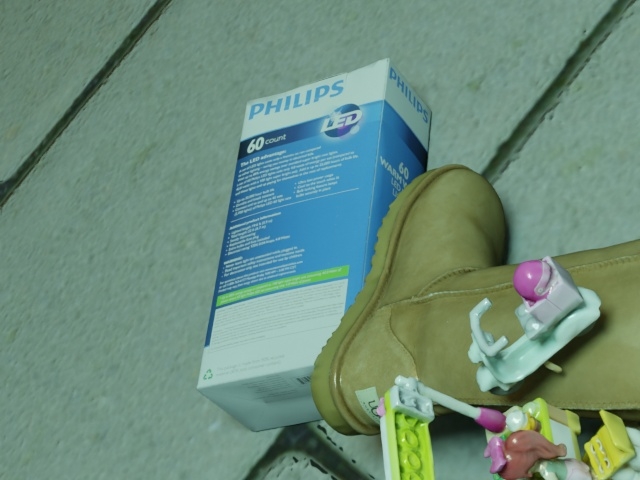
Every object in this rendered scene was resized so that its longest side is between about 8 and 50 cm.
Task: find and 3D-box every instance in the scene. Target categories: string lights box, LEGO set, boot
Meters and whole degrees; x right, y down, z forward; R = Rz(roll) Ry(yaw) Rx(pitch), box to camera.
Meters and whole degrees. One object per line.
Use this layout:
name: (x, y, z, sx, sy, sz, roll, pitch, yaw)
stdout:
string lights box: (0.000, 0.000, 1.034, 0.133, 0.077, 0.259, -14, 51, 30)
LEGO set: (0.107, 0.120, 0.605, 0.132, 0.107, 0.287, -55, 31, 16)
boot: (0.146, 0.025, 0.842, 0.269, 0.089, 0.236, -13, 39, 43)

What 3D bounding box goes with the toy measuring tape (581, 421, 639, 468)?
toy measuring tape: (0.200, 0.144, 0.775, 0.121, 0.121, 0.330, 2, 37, 39)
